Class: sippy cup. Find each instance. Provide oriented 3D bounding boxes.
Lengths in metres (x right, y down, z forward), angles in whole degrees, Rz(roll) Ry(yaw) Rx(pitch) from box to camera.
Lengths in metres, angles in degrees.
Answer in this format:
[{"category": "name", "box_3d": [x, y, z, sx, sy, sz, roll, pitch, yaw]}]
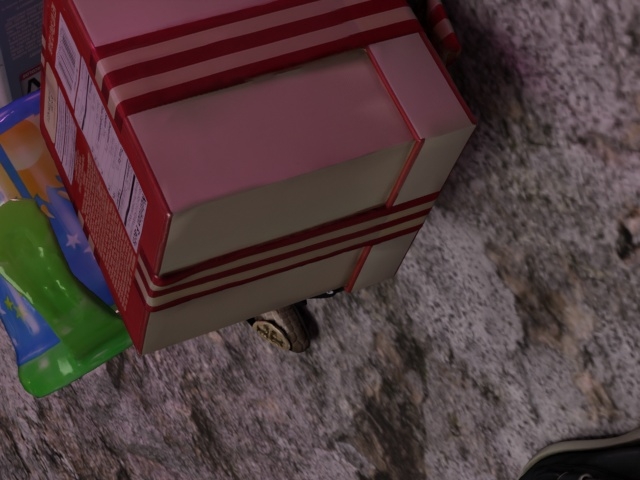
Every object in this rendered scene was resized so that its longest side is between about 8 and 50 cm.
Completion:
[{"category": "sippy cup", "box_3d": [-0.215, -0.016, 1.174, 0.224, 0.240, 0.305, 56, 152, -5]}]

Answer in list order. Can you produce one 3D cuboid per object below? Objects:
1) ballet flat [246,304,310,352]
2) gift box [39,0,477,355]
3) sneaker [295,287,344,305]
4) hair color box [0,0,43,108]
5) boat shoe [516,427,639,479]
[{"category": "ballet flat", "box_3d": [-0.109, 0.036, 1.406, 0.250, 0.058, 0.084, 44, 151, 15]}, {"category": "gift box", "box_3d": [-0.051, -0.109, 0.970, 0.276, 0.258, 0.255, 66, 157, 17]}, {"category": "sneaker", "box_3d": [0.000, 0.000, 1.216, 0.097, 0.084, 0.235, 29, 154, -11]}, {"category": "hair color box", "box_3d": [-0.340, -0.319, 1.294, 0.185, 0.114, 0.374, 37, 147, 28]}, {"category": "boat shoe", "box_3d": [0.220, 0.243, 1.097, 0.127, 0.113, 0.340, 53, 152, 0]}]
